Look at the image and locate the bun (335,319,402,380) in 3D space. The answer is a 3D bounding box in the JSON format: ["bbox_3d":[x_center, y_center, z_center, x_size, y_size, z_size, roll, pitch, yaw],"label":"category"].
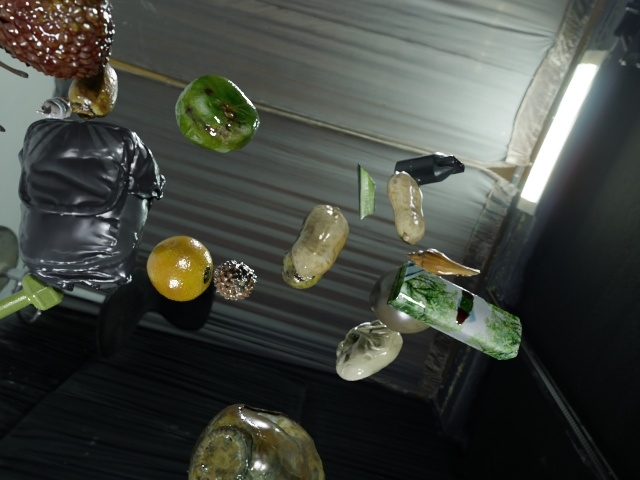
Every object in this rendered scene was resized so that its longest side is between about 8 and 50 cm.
[{"bbox_3d":[0.142,0.322,1.306,0.210,0.116,0.237,-22,-165,45],"label":"bun"}]

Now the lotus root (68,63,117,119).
[{"bbox_3d":[-0.595,-0.414,1.128,0.108,0.095,0.190,36,54,-48],"label":"lotus root"}]

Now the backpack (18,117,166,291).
[{"bbox_3d":[-0.622,-0.088,1.130,0.254,0.364,0.444,118,-26,-69],"label":"backpack"}]

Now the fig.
[{"bbox_3d":[-0.285,-0.291,1.074,0.235,0.203,0.203,-28,-146,43],"label":"fig"}]

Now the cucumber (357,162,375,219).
[{"bbox_3d":[0.169,-0.181,1.586,0.046,0.071,0.219,153,-62,-72],"label":"cucumber"}]

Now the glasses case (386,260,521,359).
[{"bbox_3d":[0.278,0.145,0.871,0.095,0.273,0.062,-67,-174,-26],"label":"glasses case"}]

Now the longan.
[{"bbox_3d":[0.239,0.164,1.177,0.220,0.197,0.196,130,-22,-67],"label":"longan"}]

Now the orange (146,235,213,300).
[{"bbox_3d":[-0.489,0.097,1.486,0.236,0.237,0.235,16,90,-89],"label":"orange"}]

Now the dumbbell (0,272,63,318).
[{"bbox_3d":[-0.857,0.185,1.127,0.302,0.108,0.121,-31,134,-29],"label":"dumbbell"}]

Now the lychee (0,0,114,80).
[{"bbox_3d":[-0.580,-0.479,0.906,0.267,0.268,0.267,16,90,-89],"label":"lychee"}]

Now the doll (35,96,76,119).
[{"bbox_3d":[-0.830,-0.404,1.329,0.084,0.073,0.127,-53,180,38],"label":"doll"}]

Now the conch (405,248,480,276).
[{"bbox_3d":[0.499,0.088,1.768,0.109,0.331,0.093,-17,108,-44],"label":"conch"}]

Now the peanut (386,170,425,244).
[{"bbox_3d":[0.247,-0.092,1.202,0.099,0.100,0.213,103,-21,-78],"label":"peanut"}]

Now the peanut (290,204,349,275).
[{"bbox_3d":[0.000,0.000,1.088,0.129,0.129,0.224,105,6,-58],"label":"peanut"}]

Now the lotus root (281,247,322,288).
[{"bbox_3d":[-0.055,0.088,1.401,0.278,0.154,0.153,166,-59,-82],"label":"lotus root"}]

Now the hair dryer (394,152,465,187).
[{"bbox_3d":[0.384,-0.189,1.569,0.245,0.116,0.302,-4,-121,44],"label":"hair dryer"}]

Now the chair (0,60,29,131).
[{"bbox_3d":[-0.791,-0.358,0.824,0.160,0.320,0.186,-62,179,6],"label":"chair"}]

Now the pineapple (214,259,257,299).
[{"bbox_3d":[-0.321,0.150,1.599,0.193,0.167,0.166,-7,-116,61],"label":"pineapple"}]

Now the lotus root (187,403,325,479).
[{"bbox_3d":[-0.092,0.336,0.623,0.152,0.160,0.274,-34,142,-5],"label":"lotus root"}]
